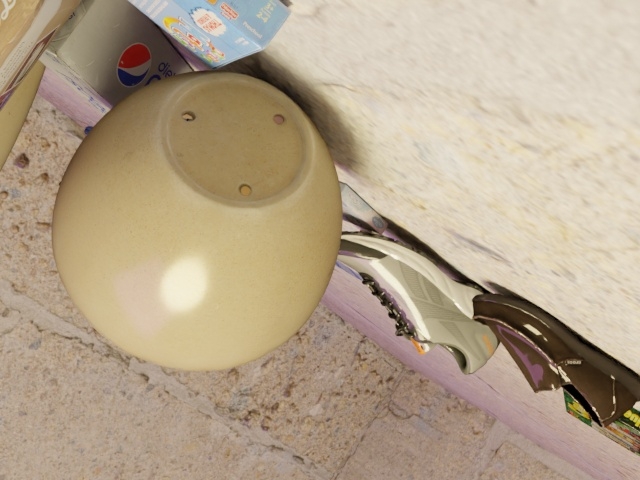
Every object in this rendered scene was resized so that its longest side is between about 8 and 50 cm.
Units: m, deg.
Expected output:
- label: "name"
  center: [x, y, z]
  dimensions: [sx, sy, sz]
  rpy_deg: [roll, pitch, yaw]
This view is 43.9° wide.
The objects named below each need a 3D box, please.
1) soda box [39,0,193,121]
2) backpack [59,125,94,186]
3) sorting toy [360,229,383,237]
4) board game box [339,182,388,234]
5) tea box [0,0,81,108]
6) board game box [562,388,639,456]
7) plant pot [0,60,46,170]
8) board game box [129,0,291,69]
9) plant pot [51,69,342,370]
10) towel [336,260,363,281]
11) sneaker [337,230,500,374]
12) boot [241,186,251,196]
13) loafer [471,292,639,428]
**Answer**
- label: "soda box"
  center: [-0.211, -0.181, 0.874]
  dimensions: [0.091, 0.098, 0.286]
  rpy_deg: [29, 172, 25]
- label: "backpack"
  center: [-0.251, -0.086, 1.208]
  dimensions: [0.263, 0.213, 0.276]
  rpy_deg: [18, 171, 32]
- label: "sorting toy"
  center: [0.082, 0.013, 1.110]
  dimensions: [0.102, 0.042, 0.061]
  rpy_deg: [21, -174, 11]
- label: "board game box"
  center: [0.028, -0.047, 0.994]
  dimensions: [0.090, 0.020, 0.090]
  rpy_deg: [40, 171, -38]
- label: "tea box"
  center: [-0.406, -0.180, 0.604]
  dimensions: [0.323, 0.329, 0.220]
  rpy_deg: [37, -166, -17]
- label: "board game box"
  center: [0.437, 0.269, 1.211]
  dimensions: [0.136, 0.030, 0.260]
  rpy_deg: [34, 174, 27]
- label: "plant pot"
  center: [-0.469, -0.231, 1.021]
  dimensions: [0.256, 0.274, 0.256]
  rpy_deg: [34, 174, 4]
- label: "board game box"
  center: [-0.133, -0.208, 0.566]
  dimensions: [0.211, 0.039, 0.160]
  rpy_deg: [38, 173, -20]
- label: "plant pot"
  center: [-0.096, -0.044, 0.726]
  dimensions: [0.284, 0.284, 0.191]
  rpy_deg: [35, 150, -1]
- label: "towel"
  center: [0.000, 0.000, 1.411]
  dimensions: [0.209, 0.034, 0.285]
  rpy_deg: [30, 172, 38]
- label: "sneaker"
  center: [0.114, 0.073, 0.999]
  dimensions: [0.271, 0.108, 0.100]
  rpy_deg: [32, 174, -6]
- label: "boot"
  center: [-0.147, -0.022, 1.010]
  dimensions: [0.089, 0.236, 0.269]
  rpy_deg: [53, -161, 26]
- label: "loafer"
  center: [0.262, 0.138, 0.912]
  dimensions: [0.220, 0.078, 0.080]
  rpy_deg: [33, 173, 11]
